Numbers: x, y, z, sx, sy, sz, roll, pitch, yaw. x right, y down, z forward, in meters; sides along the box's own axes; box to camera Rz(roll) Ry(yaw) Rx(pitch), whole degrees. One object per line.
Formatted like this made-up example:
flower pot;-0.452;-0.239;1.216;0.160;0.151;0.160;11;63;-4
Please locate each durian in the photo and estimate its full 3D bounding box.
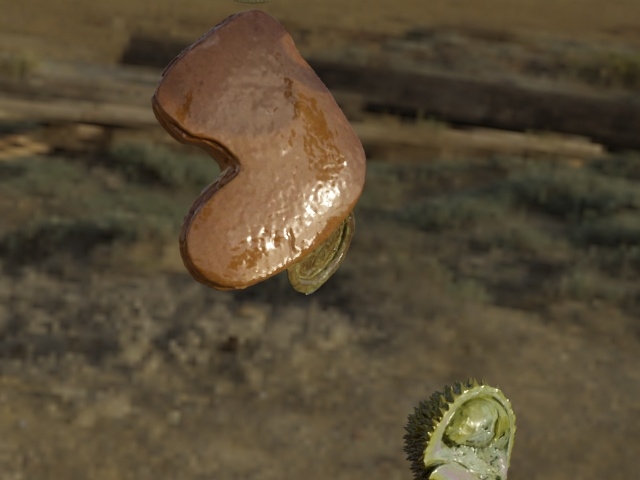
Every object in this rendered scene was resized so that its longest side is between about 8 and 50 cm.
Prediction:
durian;0.160;0.231;2.087;0.102;0.146;0.208;16;-27;44

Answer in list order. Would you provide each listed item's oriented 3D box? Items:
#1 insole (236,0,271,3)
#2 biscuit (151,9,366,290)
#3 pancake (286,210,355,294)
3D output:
insole;-0.018;-0.265;1.146;0.081;0.247;0.011;9;-1;32
biscuit;-0.061;-0.070;1.503;0.186;0.192;0.036;-37;7;-25
pancake;-0.001;0.000;1.817;0.011;0.114;0.115;21;17;31
